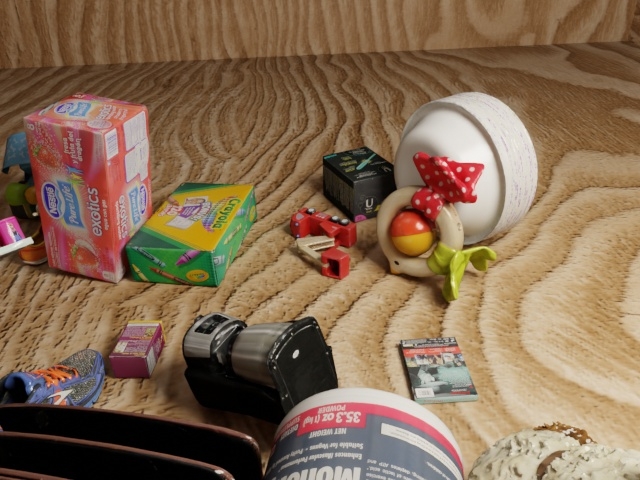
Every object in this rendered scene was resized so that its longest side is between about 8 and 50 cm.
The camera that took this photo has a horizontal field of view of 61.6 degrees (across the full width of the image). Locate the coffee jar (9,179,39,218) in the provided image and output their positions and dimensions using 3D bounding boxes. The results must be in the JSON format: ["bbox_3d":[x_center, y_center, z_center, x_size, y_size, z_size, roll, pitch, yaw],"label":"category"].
[{"bbox_3d":[-0.600,-0.100,1.221,0.185,0.078,0.096,-7,30,-7],"label":"coffee jar"}]

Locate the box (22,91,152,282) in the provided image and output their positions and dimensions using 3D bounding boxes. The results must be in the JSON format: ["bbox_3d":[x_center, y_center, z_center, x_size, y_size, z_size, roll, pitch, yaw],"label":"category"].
[{"bbox_3d":[-0.404,-0.094,0.973,0.142,0.299,0.154,13,33,7],"label":"box"}]

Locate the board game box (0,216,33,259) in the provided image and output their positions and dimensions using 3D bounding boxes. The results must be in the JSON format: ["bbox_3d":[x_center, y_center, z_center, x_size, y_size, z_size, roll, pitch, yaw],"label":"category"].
[{"bbox_3d":[-0.666,0.074,0.789,0.390,0.050,0.390,-28,11,-37],"label":"board game box"}]

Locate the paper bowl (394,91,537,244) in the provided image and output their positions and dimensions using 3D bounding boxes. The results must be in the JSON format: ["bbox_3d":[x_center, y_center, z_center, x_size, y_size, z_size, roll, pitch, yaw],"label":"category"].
[{"bbox_3d":[0.252,-0.128,1.026,0.148,0.284,0.284,-21,36,-27],"label":"paper bowl"}]

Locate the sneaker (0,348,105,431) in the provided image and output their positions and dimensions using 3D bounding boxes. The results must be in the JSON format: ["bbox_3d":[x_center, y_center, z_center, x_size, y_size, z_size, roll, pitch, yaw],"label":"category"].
[{"bbox_3d":[-0.360,0.199,0.687,0.083,0.087,0.221,11,23,15],"label":"sneaker"}]

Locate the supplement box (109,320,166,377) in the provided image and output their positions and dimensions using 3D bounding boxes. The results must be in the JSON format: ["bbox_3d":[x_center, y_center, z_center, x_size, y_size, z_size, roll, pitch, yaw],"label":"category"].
[{"bbox_3d":[-0.270,0.161,0.800,0.055,0.043,0.083,0,30,3],"label":"supplement box"}]

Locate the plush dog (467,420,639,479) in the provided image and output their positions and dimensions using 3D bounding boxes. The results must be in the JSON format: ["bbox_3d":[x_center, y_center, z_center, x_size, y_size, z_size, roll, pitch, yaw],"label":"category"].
[{"bbox_3d":[0.239,0.256,0.506,0.263,0.210,0.225,-20,9,-30],"label":"plush dog"}]

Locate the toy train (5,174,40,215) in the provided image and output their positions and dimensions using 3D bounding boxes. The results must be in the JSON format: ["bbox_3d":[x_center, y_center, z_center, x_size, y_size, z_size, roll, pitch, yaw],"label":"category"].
[{"bbox_3d":[-0.552,-0.088,1.055,0.144,0.105,0.248,4,15,6],"label":"toy train"}]

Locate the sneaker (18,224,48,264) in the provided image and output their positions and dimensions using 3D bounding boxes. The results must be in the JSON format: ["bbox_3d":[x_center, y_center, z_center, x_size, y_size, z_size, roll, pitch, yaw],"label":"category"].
[{"bbox_3d":[-0.523,-0.013,1.085,0.064,0.067,0.175,14,32,27],"label":"sneaker"}]

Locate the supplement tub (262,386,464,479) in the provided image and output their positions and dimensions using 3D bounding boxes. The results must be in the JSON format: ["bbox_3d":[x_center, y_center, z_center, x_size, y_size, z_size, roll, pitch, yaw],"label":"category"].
[{"bbox_3d":[0.027,0.279,0.443,0.191,0.191,0.272,3,31,9],"label":"supplement tub"}]

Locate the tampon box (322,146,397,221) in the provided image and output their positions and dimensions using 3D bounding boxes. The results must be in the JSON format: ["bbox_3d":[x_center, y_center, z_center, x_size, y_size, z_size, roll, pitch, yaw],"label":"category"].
[{"bbox_3d":[0.091,-0.129,1.211,0.121,0.101,0.161,-15,34,-20],"label":"tampon box"}]

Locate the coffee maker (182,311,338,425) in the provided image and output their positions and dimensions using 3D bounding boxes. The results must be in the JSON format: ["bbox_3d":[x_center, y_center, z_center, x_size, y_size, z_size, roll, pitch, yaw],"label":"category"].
[{"bbox_3d":[-0.079,0.178,0.680,0.178,0.171,0.120,-3,1,41],"label":"coffee maker"}]

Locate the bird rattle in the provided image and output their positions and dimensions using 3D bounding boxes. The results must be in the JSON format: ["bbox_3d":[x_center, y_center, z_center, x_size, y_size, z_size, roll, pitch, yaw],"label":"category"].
[{"bbox_3d":[0.179,-0.022,0.912,0.207,0.253,0.143,-8,21,41],"label":"bird rattle"}]

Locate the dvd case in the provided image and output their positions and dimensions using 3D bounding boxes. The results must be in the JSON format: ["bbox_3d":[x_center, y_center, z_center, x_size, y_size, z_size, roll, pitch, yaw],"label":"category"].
[{"bbox_3d":[0.166,0.183,0.769,0.087,0.013,0.119,-3,30,-2],"label":"dvd case"}]

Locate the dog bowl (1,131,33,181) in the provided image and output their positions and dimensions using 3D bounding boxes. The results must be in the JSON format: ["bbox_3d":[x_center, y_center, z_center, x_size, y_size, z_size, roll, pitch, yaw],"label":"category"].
[{"bbox_3d":[-0.608,-0.182,1.223,0.166,0.073,0.297,-6,-1,-12],"label":"dog bowl"}]

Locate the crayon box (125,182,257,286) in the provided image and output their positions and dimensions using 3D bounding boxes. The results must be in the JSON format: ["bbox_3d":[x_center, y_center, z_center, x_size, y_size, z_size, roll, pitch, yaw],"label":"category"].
[{"bbox_3d":[-0.242,-0.022,1.068,0.166,0.081,0.278,3,31,8],"label":"crayon box"}]

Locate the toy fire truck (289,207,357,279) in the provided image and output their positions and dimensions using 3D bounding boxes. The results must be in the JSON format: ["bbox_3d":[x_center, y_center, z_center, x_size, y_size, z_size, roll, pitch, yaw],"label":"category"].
[{"bbox_3d":[0.000,0.000,1.053,0.192,0.047,0.135,20,38,33],"label":"toy fire truck"}]

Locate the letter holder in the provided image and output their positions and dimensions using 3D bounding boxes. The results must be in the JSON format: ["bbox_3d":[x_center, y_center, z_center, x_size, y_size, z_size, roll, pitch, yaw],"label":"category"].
[{"bbox_3d":[-0.222,0.233,0.510,0.302,0.214,0.152,3,31,9],"label":"letter holder"}]
